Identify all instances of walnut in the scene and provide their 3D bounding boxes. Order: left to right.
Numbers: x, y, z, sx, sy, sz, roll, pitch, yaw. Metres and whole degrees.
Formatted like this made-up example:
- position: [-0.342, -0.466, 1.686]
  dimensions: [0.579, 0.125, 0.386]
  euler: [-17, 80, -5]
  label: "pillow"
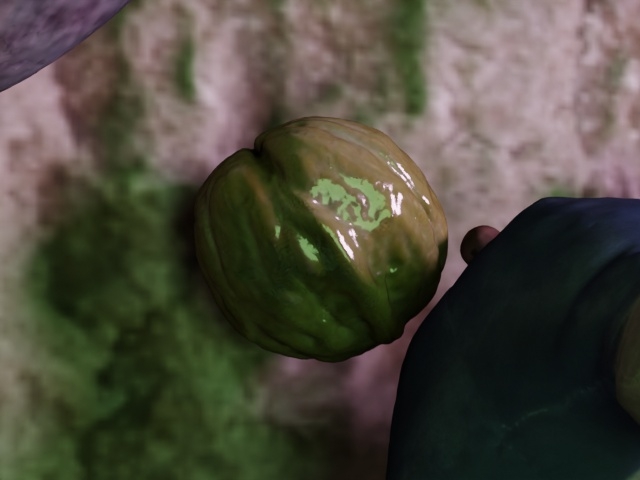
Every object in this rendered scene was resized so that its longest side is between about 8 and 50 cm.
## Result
- position: [0.000, 0.000, 0.537]
  dimensions: [0.092, 0.092, 0.092]
  euler: [2, 85, -26]
  label: "walnut"

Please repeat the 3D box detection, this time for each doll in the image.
- position: [0.142, 0.080, 0.530]
  dimensions: [0.258, 0.154, 0.228]
  euler: [23, 117, -30]
  label: "doll"

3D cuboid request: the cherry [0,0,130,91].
- position: [-0.109, -0.136, 0.436]
  dimensions: [0.195, 0.195, 0.195]
  euler: [2, 85, -26]
  label: "cherry"
